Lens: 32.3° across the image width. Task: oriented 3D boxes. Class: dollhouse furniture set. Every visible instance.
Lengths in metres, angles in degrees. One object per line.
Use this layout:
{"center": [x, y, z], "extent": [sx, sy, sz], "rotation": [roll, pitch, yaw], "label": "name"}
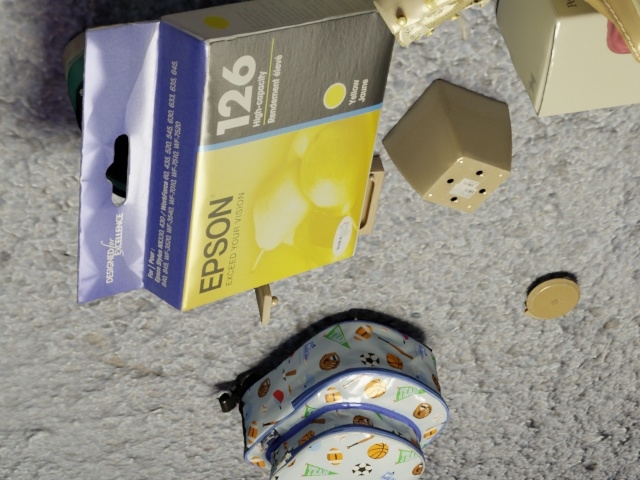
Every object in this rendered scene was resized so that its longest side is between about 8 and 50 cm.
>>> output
{"center": [0.000, 0.000, 1.279], "extent": [0.151, 0.123, 0.144], "rotation": [-5, 142, -11], "label": "dollhouse furniture set"}

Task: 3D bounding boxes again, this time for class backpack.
{"center": [0.042, 0.242, 1.548], "extent": [0.277, 0.213, 0.263], "rotation": [21, 121, -33], "label": "backpack"}

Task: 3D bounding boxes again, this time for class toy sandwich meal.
{"center": [0.326, 0.079, 1.560], "extent": [0.086, 0.029, 0.085], "rotation": [-4, 131, -5], "label": "toy sandwich meal"}

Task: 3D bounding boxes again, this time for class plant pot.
{"center": [0.150, -0.095, 1.227], "extent": [0.109, 0.096, 0.109], "rotation": [14, 134, -31], "label": "plant pot"}

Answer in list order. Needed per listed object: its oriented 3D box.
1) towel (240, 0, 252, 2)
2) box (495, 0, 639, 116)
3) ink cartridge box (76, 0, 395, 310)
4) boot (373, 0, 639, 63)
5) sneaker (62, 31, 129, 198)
{"center": [-0.018, -0.274, 1.014], "extent": [0.152, 0.023, 0.113], "rotation": [-23, 144, 9], "label": "towel"}
{"center": [0.304, -0.226, 1.064], "extent": [0.232, 0.148, 0.126], "rotation": [-9, 142, -7], "label": "box"}
{"center": [-0.077, -0.079, 1.062], "extent": [0.307, 0.072, 0.303], "rotation": [-20, 136, -35], "label": "ink cartridge box"}
{"center": [0.157, -0.217, 0.940], "extent": [0.203, 0.262, 0.095], "rotation": [-35, 166, 19], "label": "boot"}
{"center": [-0.174, -0.072, 1.136], "extent": [0.108, 0.121, 0.302], "rotation": [-20, 142, 9], "label": "sneaker"}
